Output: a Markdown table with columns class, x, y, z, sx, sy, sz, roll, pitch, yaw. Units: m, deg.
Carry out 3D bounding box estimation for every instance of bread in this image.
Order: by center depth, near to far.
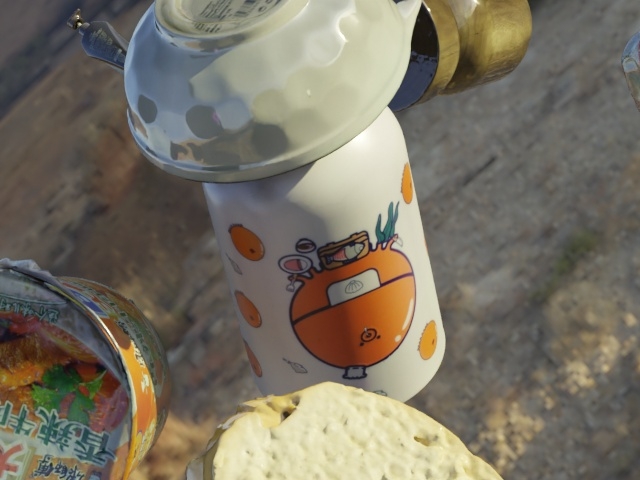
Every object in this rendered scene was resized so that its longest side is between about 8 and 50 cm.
| class | x | y | z | sx | sy | sz | roll | pitch | yaw |
| --- | --- | --- | --- | --- | --- | --- | --- | --- | --- |
| bread | 0.005 | 0.215 | 1.029 | 0.184 | 0.211 | 0.224 | -18 | -39 | -26 |

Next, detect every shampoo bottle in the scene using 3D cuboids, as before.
| class | x | y | z | sx | sy | sz | roll | pitch | yaw |
| --- | --- | --- | --- | --- | --- | --- | --- | --- | --- |
| shampoo bottle | -0.259 | -0.238 | 1.772 | 0.048 | 0.137 | 0.027 | -59 | -27 | 10 |

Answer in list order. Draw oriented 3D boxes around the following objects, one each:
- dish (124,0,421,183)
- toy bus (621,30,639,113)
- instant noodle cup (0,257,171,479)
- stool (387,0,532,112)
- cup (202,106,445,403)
| class | x | y | z | sx | sy | sz | roll | pitch | yaw |
| --- | --- | --- | --- | --- | --- | --- | --- | --- | --- |
| dish | -0.062 | -0.190 | 1.314 | 0.303 | 0.120 | 0.303 | -12 | 45 | 12 |
| toy bus | 0.453 | -0.156 | 1.737 | 0.120 | 0.265 | 0.121 | 0 | 38 | 48 |
| instant noodle cup | -0.286 | 0.159 | 1.426 | 0.296 | 0.296 | 0.214 | -40 | -4 | 10 |
| stool | 0.152 | -0.282 | 1.977 | 0.179 | 0.179 | 0.264 | -29 | -3 | 38 |
| cup | 0.000 | 0.000 | 1.477 | 0.212 | 0.317 | 0.212 | -9 | 37 | 7 |
